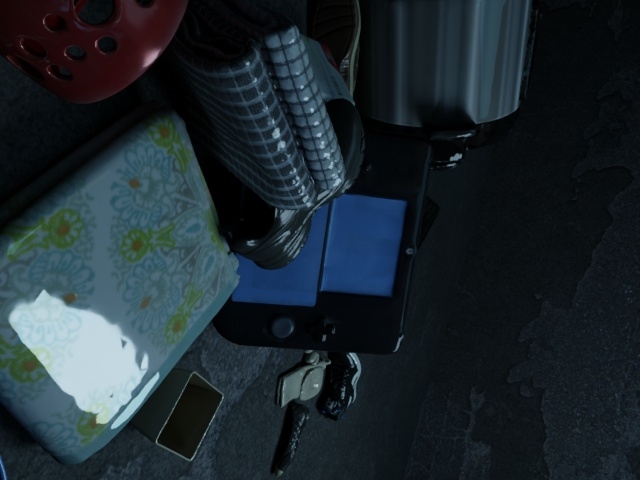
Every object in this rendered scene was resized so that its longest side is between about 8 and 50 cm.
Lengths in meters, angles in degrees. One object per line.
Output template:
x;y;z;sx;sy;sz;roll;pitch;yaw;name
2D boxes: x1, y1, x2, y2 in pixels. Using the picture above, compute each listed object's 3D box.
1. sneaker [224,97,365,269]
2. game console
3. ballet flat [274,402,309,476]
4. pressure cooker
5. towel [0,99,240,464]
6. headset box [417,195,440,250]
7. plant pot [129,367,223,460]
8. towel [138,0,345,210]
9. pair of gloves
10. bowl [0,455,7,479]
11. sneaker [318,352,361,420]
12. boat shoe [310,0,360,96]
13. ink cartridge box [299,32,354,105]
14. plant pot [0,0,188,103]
-0.036;-0.085;0.846;0.286;0.109;0.130;-60;152;4;sneaker
0.000;0.000;0.971;0.060;0.342;0.386;-111;-151;-78;game console
-0.074;0.461;1.337;0.057;0.049;0.173;152;-41;-81;ballet flat
0.245;-0.368;1.228;0.370;0.376;0.420;-29;129;-37;pressure cooker
-0.261;0.046;0.727;0.374;0.090;0.320;-54;143;-39;towel
0.083;0.030;1.206;0.246;0.131;0.283;-52;-176;-41;headset box
-0.229;0.250;0.863;0.109;0.096;0.109;-65;151;-25;plant pot
-0.108;-0.185;0.726;0.121;0.284;0.235;-39;138;-12;towel
-0.020;0.261;1.339;0.204;0.042;0.240;7;96;-64;pair of gloves
-0.426;0.275;0.409;0.391;0.077;0.391;-37;133;-54;bowl
0.046;0.378;1.475;0.121;0.079;0.216;-48;143;-47;sneaker
0.032;-0.370;1.120;0.095;0.095;0.257;-58;157;-60;boat shoe
-0.030;-0.279;0.981;0.175;0.072;0.127;-9;73;-61;ink cartridge box
-0.244;-0.249;0.518;0.174;0.191;0.191;39;67;-52;plant pot
